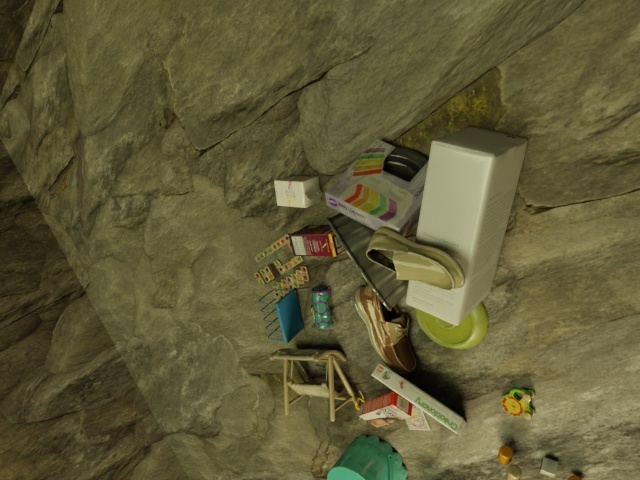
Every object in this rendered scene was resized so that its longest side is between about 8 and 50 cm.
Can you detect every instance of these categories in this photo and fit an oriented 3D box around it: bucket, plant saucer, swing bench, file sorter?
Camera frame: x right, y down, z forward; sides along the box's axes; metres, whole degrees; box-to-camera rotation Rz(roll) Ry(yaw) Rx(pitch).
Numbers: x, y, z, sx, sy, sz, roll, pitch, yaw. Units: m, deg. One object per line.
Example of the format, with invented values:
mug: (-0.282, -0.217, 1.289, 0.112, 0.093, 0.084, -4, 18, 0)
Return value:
bucket: (0.173, 0.897, 1.934, 0.281, 0.183, 0.280, 17, 119, 33)
plant saucer: (0.384, 0.229, 1.563, 0.241, 0.037, 0.240, 17, 118, 34)
swing bench: (-0.027, 0.518, 1.950, 0.253, 0.165, 0.254, -8, 98, 42)
file sorter: (-0.152, 0.282, 1.959, 0.105, 0.118, 0.170, 2, 114, 34)

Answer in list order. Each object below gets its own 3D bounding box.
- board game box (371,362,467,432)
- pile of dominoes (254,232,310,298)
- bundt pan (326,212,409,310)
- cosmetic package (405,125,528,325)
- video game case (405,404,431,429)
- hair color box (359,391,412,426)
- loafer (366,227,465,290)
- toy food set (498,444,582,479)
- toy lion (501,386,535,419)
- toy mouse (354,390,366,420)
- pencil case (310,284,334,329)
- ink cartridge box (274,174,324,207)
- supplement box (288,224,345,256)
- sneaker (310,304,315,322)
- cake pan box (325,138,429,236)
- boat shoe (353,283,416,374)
board game box: (0.318, 0.507, 1.652, 0.305, 0.053, 0.193, 30, 170, 27)
pile of dominoes: (-0.155, 0.110, 1.952, 0.251, 0.040, 0.195, -34, 86, 44)
bundt pan: (0.158, 0.036, 1.504, 0.124, 0.331, 0.330, -35, 84, 5)
cosmetic package: (0.368, -0.041, 1.324, 0.162, 0.230, 0.452, 22, 121, 32)
video game case: (0.325, 0.603, 1.795, 0.087, 0.011, 0.121, -17, 97, 43)
hair color box: (0.223, 0.584, 1.778, 0.093, 0.053, 0.167, 36, 135, -19)
loafer: (0.222, 0.060, 1.258, 0.269, 0.092, 0.101, 26, 146, 36)
toy food set: (0.638, 0.706, 1.527, 0.233, 0.111, 0.104, 13, 149, 24)
toy lion: (0.579, 0.476, 1.518, 0.096, 0.034, 0.100, 10, 115, 45)
toy mouse: (0.194, 0.629, 1.898, 0.143, 0.031, 0.160, 27, 128, 18)
pencil case: (0.008, 0.239, 1.858, 0.070, 0.064, 0.151, -8, 106, 2)
ink cartridge box: (-0.067, -0.165, 1.721, 0.143, 0.092, 0.089, 7, 113, 36)
supplement box: (0.000, 0.000, 1.730, 0.188, 0.104, 0.080, -1, 109, 40)
sneaker: (-0.017, 0.271, 1.920, 0.035, 0.031, 0.083, -112, 8, -56)
cake pan box: (0.187, -0.146, 1.418, 0.246, 0.267, 0.070, 32, 153, 25)
boat shoe: (0.225, 0.281, 1.663, 0.116, 0.123, 0.324, -30, 91, 41)
